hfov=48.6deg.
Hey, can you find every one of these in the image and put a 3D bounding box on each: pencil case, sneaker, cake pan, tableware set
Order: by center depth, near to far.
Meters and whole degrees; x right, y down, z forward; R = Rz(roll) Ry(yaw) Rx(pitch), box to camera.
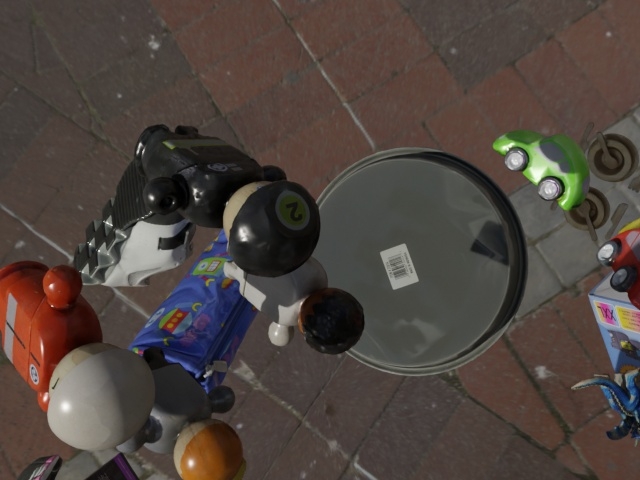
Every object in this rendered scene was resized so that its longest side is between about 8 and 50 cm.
[{"bbox_3d":[0.107,0.028,0.884,0.293,0.054,0.293,0,92,17],"label":"cake pan"},{"bbox_3d":[-0.143,0.099,0.939,0.133,0.119,0.306,-8,32,29],"label":"pencil case"},{"bbox_3d":[-0.239,-0.034,1.076,0.146,0.330,0.122,16,49,-37],"label":"sneaker"},{"bbox_3d":[-0.499,0.461,1.229,0.072,0.077,0.178,-10,40,37],"label":"sneaker"},{"bbox_3d":[0.493,-0.097,1.264,0.128,0.194,0.039,33,38,25],"label":"tableware set"}]

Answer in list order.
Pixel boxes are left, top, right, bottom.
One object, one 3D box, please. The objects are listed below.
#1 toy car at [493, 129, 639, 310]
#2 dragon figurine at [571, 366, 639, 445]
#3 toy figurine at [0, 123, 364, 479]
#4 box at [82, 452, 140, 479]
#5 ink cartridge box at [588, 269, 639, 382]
[{"bbox_3d":[0.251,-0.032,0.628,0.225,0.239,0.053,46,117,19],"label":"toy car"},{"bbox_3d":[0.537,0.297,1.227,0.085,0.289,0.144,-20,69,36],"label":"dragon figurine"},{"bbox_3d":[-0.080,0.053,0.477,0.213,0.209,0.148,-46,52,-13],"label":"toy figurine"},{"bbox_3d":[-0.291,0.374,0.971,0.029,0.162,0.116,-35,86,14],"label":"box"},{"bbox_3d":[0.738,0.252,1.425,0.151,0.270,0.395,-36,112,-20],"label":"ink cartridge box"}]
